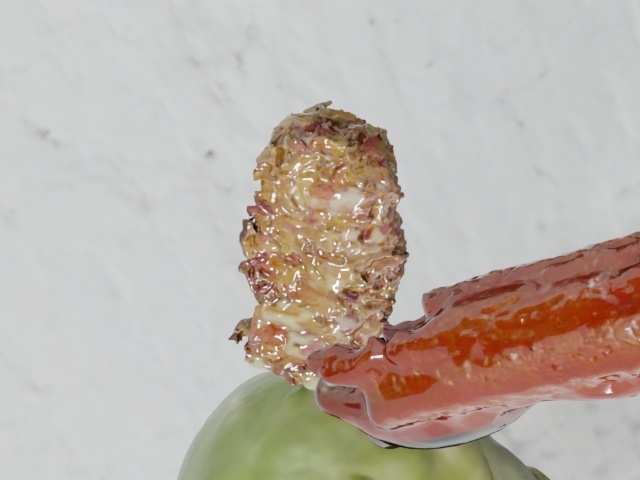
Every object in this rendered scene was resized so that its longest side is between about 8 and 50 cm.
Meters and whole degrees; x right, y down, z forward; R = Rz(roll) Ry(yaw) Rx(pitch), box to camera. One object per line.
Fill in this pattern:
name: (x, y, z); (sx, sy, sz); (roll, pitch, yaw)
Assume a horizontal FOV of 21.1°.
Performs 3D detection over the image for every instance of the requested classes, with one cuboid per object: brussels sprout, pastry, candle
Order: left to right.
pastry: (0.003, 0.000, 0.881); (0.087, 0.063, 0.169); (8, 132, 0)
brussels sprout: (0.023, 0.237, 1.249); (0.317, 0.274, 0.242); (33, 153, 21)
candle: (0.104, 0.028, 0.584); (0.302, 0.084, 0.059); (-19, 80, 44)
